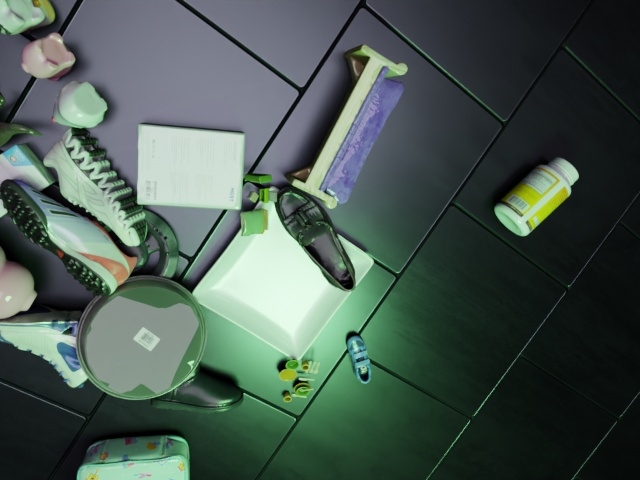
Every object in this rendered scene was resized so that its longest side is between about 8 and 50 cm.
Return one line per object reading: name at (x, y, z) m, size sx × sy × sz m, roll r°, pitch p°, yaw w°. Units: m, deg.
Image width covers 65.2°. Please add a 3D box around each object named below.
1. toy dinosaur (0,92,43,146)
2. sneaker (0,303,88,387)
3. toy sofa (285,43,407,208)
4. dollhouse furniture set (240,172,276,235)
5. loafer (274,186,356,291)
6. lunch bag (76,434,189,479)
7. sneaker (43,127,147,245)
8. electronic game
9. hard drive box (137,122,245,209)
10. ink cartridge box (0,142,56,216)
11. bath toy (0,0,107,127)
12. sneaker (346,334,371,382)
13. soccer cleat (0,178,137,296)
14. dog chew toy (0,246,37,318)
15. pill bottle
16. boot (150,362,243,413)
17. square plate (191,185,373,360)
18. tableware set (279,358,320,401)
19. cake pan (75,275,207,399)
toy dinosaur at (-0.741, -0.256, 1.041) m, size 0.313 × 0.121 × 0.160 m, roll 15°, pitch 112°, yaw -20°
sneaker at (-0.614, 0.257, 1.180) m, size 0.316 × 0.127 × 0.182 m, roll 5°, pitch 101°, yaw -15°
toy sofa at (0.074, -0.257, 1.188) m, size 0.177 × 0.150 × 0.362 m, roll 26°, pitch 97°, yaw -16°
dollhouse furniture set at (-0.141, -0.080, 1.167) m, size 0.076 × 0.058 × 0.151 m, roll -15°, pitch 112°, yaw -46°
loafer at (0.000, 0.000, 1.215) m, size 0.109 × 0.095 × 0.302 m, roll -36°, pitch 108°, yaw -2°
lunch bag at (-0.488, 0.634, 1.317) m, size 0.279 × 0.108 × 0.224 m, roll -1°, pitch 110°, yaw -11°
sneaker at (-0.499, -0.104, 1.121) m, size 0.118 × 0.110 × 0.292 m, roll -33°, pitch 94°, yaw 8°
electronic game at (-0.458, 0.033, 1.197) m, size 0.229 × 0.048 × 0.229 m, roll -1°, pitch 96°, yaw -12°
hard drive box at (-0.297, -0.171, 1.158) m, size 0.232 × 0.089 × 0.181 m, roll 3°, pitch 104°, yaw -13°
ink cartridge box at (-0.698, -0.120, 1.096) m, size 0.181 × 0.061 × 0.104 m, roll -34°, pitch 110°, yaw -3°
bath toy at (-0.574, -0.388, 1.024) m, size 0.129 × 0.151 × 0.348 m, roll -13°, pitch 115°, yaw 31°
sneaker at (0.112, 0.333, 1.398) m, size 0.053 × 0.059 × 0.144 m, roll -17°, pitch 106°, yaw -5°
soccer cleat at (-0.550, -0.020, 1.098) m, size 0.318 × 0.116 × 0.109 m, roll 47°, pitch 134°, yaw -12°
dog chew toy at (-0.777, 0.058, 1.059) m, size 0.332 × 0.206 × 0.206 m, roll 32°, pitch 96°, yaw -24°
pill bottle at (0.587, -0.122, 1.354) m, size 0.215 × 0.117 × 0.117 m, roll -43°, pitch 109°, yaw 1°
boot at (-0.315, 0.328, 1.281) m, size 0.246 × 0.094 × 0.207 m, roll 5°, pitch 107°, yaw -8°
square plate at (-0.093, 0.092, 1.294) m, size 0.344 × 0.049 × 0.347 m, roll 36°, pitch 95°, yaw -19°
tableware set at (-0.065, 0.385, 1.367) m, size 0.104 × 0.024 × 0.154 m, roll 11°, pitch 120°, yaw -15°
cake pan at (-0.406, 0.229, 1.158) m, size 0.293 × 0.054 × 0.293 m, roll 0°, pitch 90°, yaw -24°
